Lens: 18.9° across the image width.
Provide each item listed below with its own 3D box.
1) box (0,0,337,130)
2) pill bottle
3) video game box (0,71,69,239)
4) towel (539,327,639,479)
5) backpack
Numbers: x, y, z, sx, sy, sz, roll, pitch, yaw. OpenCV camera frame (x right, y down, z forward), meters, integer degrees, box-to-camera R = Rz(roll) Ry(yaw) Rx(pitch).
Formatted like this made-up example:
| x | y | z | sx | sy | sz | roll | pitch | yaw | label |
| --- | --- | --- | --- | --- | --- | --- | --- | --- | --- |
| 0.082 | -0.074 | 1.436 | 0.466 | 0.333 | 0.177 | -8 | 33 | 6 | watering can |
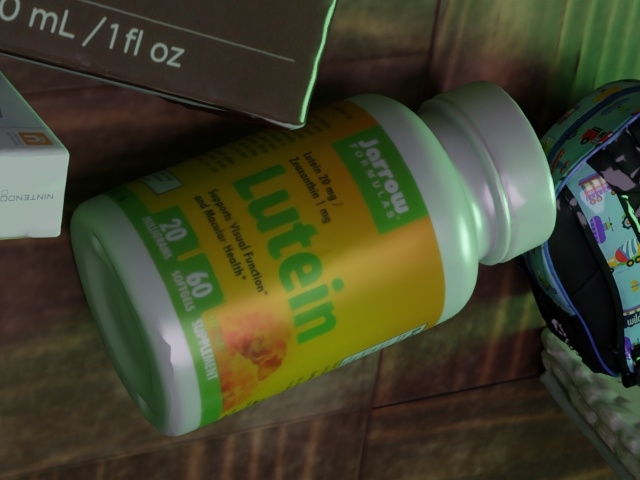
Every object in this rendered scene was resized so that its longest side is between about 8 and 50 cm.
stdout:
| x | y | z | sx | sy | sz | roll | pitch | yaw | label |
| --- | --- | --- | --- | --- | --- | --- | --- | --- | --- |
| -0.063 | -0.252 | 0.782 | 0.191 | 0.143 | 0.381 | 12 | 94 | -36 | box |
| 0.000 | 0.000 | 1.055 | 0.246 | 0.136 | 0.136 | -23 | 129 | -18 | pill bottle |
| -0.231 | -0.060 | 0.829 | 0.187 | 0.205 | 0.048 | -2 | 119 | -31 | video game box |
| 0.343 | 0.155 | 1.238 | 0.317 | 0.332 | 0.053 | -5 | 127 | -26 | towel |
| 0.185 | -0.022 | 1.167 | 0.158 | 0.117 | 0.173 | -39 | 132 | -3 | backpack |
